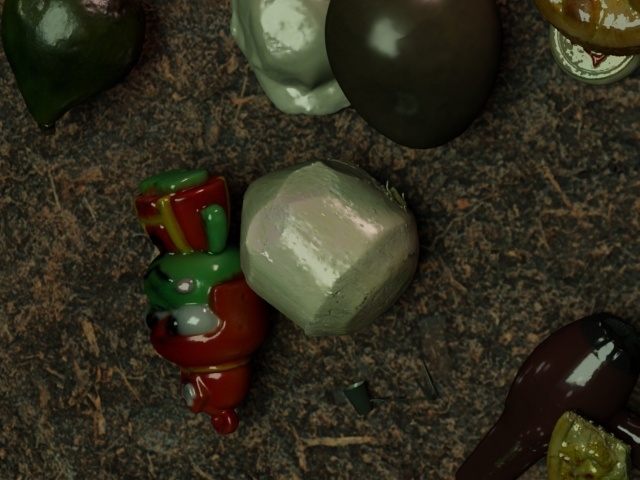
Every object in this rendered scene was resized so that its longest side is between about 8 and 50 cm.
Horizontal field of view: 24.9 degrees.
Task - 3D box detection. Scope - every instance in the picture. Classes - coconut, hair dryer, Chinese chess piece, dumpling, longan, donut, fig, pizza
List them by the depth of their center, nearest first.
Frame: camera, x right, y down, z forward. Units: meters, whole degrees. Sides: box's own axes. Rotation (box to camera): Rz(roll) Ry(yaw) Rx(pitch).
[{"bbox_3d":[0.337,-0.317,1.628,0.226,0.114,0.227,-4,81,23],"label":"donut"},{"bbox_3d":[0.314,0.268,1.698,0.099,0.036,0.160,6,128,19],"label":"pizza"},{"bbox_3d":[0.332,-0.245,1.720,0.122,0.051,0.122,3,97,27],"label":"Chinese chess piece"},{"bbox_3d":[0.111,-0.232,1.731,0.248,0.248,0.248,3,97,26],"label":"longan"},{"bbox_3d":[0.364,0.278,1.755,0.340,0.123,0.313,36,121,7],"label":"hair dryer"},{"bbox_3d":[0.000,0.000,1.827,0.224,0.224,0.234,-46,77,23],"label":"coconut"},{"bbox_3d":[-0.036,-0.273,1.861,0.162,0.132,0.250,-33,96,17],"label":"dumpling"},{"bbox_3d":[-0.347,-0.259,1.982,0.195,0.195,0.245,22,96,23],"label":"fig"}]

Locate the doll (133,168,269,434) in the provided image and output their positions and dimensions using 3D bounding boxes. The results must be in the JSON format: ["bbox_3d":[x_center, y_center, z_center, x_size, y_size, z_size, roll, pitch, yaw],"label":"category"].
[{"bbox_3d":[-0.153,0.083,1.938,0.182,0.160,0.363,0,99,48],"label":"doll"}]

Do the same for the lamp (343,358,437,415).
[{"bbox_3d":[0.091,0.202,1.904,0.121,0.041,0.054,-23,94,30],"label":"lamp"}]
